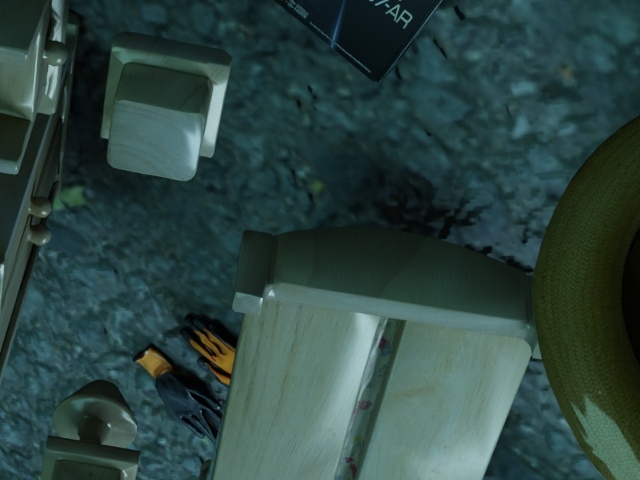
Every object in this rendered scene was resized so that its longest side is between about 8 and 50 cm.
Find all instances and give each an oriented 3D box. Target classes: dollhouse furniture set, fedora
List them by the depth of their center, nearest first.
[{"bbox_3d":[0.169,0.034,0.568,0.194,0.194,0.079,39,169,1],"label":"fedora"},{"bbox_3d":[0.000,0.000,0.699,0.356,0.174,0.303,10,133,-5],"label":"dollhouse furniture set"}]

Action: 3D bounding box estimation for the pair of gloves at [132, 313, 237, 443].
[{"bbox_3d":[-0.062,0.079,0.828,0.074,0.010,0.083,46,136,-7],"label":"pair of gloves"}]

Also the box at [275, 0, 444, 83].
[{"bbox_3d":[0.011,-0.115,0.623,0.083,0.018,0.067,40,136,0],"label":"box"}]
